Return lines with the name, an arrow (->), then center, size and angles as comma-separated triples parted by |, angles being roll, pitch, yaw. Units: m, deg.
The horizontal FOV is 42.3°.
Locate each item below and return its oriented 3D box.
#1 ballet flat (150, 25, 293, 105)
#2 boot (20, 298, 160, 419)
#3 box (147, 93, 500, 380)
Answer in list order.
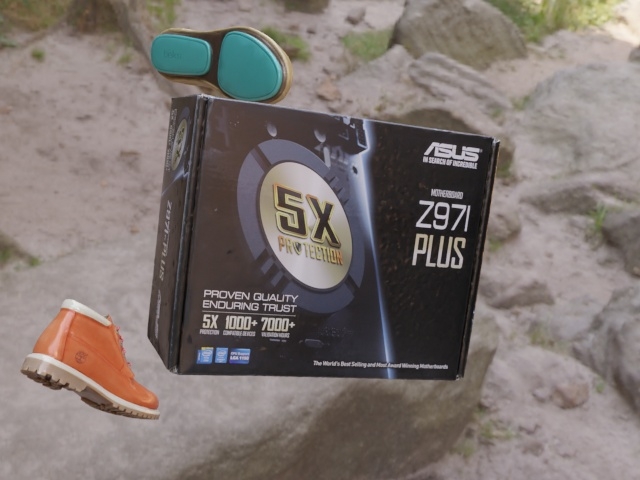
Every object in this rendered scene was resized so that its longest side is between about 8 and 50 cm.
ballet flat -> -0.094, -0.196, 0.904 | 0.232, 0.080, 0.073 | 24, 19, 40
boot -> -0.201, 0.118, 0.788 | 0.059, 0.158, 0.084 | -3, 57, 35
box -> 0.000, 0.000, 0.484 | 0.180, 0.147, 0.077 | 6, 6, -21
